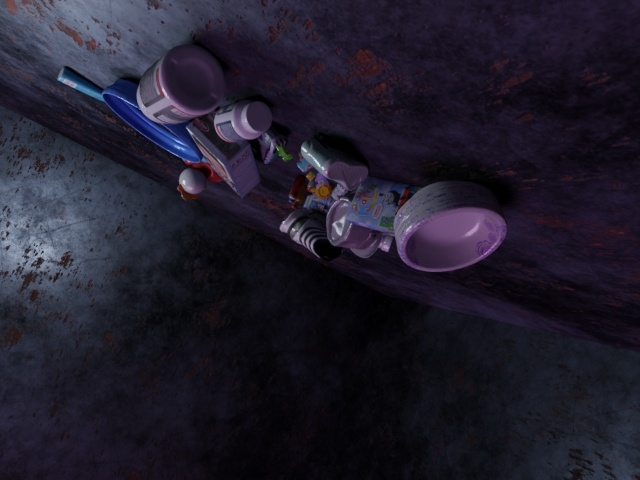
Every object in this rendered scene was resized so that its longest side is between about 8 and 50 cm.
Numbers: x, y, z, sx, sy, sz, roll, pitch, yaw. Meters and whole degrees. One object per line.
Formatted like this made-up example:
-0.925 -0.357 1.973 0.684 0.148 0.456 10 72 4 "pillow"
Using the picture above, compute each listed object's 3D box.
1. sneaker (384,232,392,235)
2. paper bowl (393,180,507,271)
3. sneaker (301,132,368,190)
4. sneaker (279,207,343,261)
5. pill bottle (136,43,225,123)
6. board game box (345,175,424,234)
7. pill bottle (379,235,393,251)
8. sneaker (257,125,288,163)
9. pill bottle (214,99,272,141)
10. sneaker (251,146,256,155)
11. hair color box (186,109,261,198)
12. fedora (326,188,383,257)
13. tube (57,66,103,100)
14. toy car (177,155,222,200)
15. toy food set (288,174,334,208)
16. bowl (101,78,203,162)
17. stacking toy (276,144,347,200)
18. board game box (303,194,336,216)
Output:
0.255 -0.080 1.518 0.150 0.136 0.365 8 -176 -36 "sneaker"
0.340 -0.049 1.150 0.283 0.148 0.284 -2 143 -2 "paper bowl"
0.043 -0.237 1.268 0.151 0.094 0.255 46 -164 24 "sneaker"
-0.001 0.001 1.923 0.257 0.169 0.447 43 -168 15 "sneaker"
-0.376 -0.393 1.109 0.161 0.162 0.283 30 168 -35 "pill bottle"
0.200 -0.108 1.320 0.211 0.160 0.039 17 168 31 "board game box"
0.203 -0.030 1.827 0.221 0.125 0.124 22 170 11 "pill bottle"
-0.165 -0.317 1.358 0.098 0.083 0.223 49 165 -6 "sneaker"
-0.216 -0.337 1.198 0.107 0.108 0.180 30 168 -36 "pill bottle"
-0.277 -0.335 1.556 0.083 0.035 0.031 25 169 -10 "sneaker"
-0.325 -0.294 1.494 0.185 0.113 0.374 45 171 5 "hair color box"
0.102 -0.060 1.482 0.124 0.244 0.276 -11 147 -34 "fedora"
-0.881 -0.577 1.619 0.080 0.052 0.207 20 176 44 "tube"
-0.522 -0.273 1.843 0.219 0.238 0.210 13 166 47 "toy car"
-0.053 -0.183 1.653 0.111 0.105 0.232 30 168 -36 "toy food set"
-0.587 -0.427 1.537 0.390 0.077 0.391 30 170 6 "bowl"
-0.021 -0.209 1.290 0.221 0.052 0.167 49 -162 12 "stacking toy"
0.019 -0.147 1.810 0.193 0.060 0.194 21 170 9 "board game box"
